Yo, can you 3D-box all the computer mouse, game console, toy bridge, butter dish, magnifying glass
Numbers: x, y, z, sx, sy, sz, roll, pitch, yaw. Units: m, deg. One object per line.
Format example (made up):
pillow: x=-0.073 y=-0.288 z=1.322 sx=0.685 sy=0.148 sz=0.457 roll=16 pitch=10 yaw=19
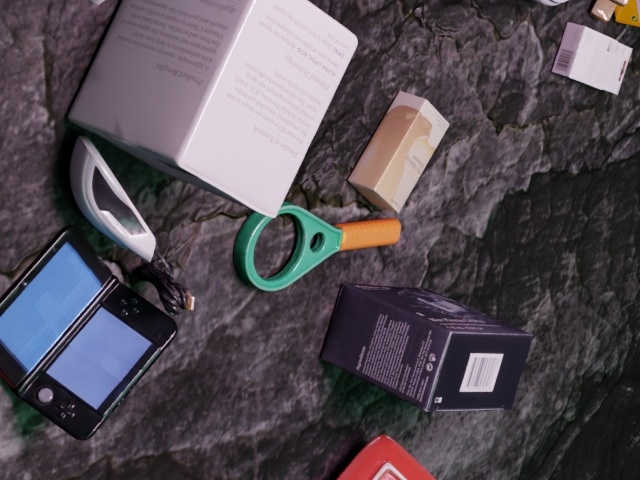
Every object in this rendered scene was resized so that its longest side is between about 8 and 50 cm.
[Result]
computer mouse: x=-0.180 y=-0.012 z=1.635 sx=0.042 sy=0.106 sz=0.193 roll=-33 pitch=121 yaw=-4
game console: x=-0.218 y=0.084 z=1.630 sx=0.144 sy=0.124 sz=0.085 roll=-51 pitch=164 yaw=-19
toy bridge: x=0.346 y=-0.297 z=2.044 sx=0.063 sy=0.026 sz=0.188 roll=-63 pitch=180 yaw=-7
butter dish: x=0.063 y=0.328 z=2.039 sx=0.160 sy=0.118 sz=0.160 roll=44 pitch=67 yaw=-4
magnifying glass: x=0.000 y=0.000 z=1.880 sx=0.231 sy=0.026 sz=0.092 roll=-8 pitch=113 yaw=-47

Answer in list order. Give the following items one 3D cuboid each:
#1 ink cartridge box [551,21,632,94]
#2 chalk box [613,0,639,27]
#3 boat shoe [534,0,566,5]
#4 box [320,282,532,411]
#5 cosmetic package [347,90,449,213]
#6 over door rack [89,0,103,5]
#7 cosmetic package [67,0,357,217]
ink cartridge box: x=0.322 y=-0.214 z=2.143 sx=0.115 sy=0.029 sz=0.063 roll=12 pitch=97 yaw=-51
chalk box: x=0.451 y=-0.355 z=2.143 sx=0.213 sy=0.132 sz=0.132 roll=-44 pitch=135 yaw=-28
boat shoe: x=0.355 y=-0.413 z=1.987 sx=0.136 sy=0.156 sz=0.367 roll=40 pitch=76 yaw=-49
box: x=0.115 y=0.115 z=1.956 sx=0.156 sy=0.158 sz=0.093 roll=5 pitch=103 yaw=-50
cosmetic package: x=0.083 y=-0.093 z=1.917 sx=0.060 sy=0.041 sz=0.115 roll=39 pitch=77 yaw=-50
over door rack: x=-0.050 y=-0.320 z=1.475 sx=0.108 sy=0.239 sz=0.324 roll=47 pitch=54 yaw=-11
cosmetic package: x=-0.095 y=-0.143 z=1.609 sx=0.151 sy=0.151 sz=0.183 roll=28 pitch=86 yaw=-51
